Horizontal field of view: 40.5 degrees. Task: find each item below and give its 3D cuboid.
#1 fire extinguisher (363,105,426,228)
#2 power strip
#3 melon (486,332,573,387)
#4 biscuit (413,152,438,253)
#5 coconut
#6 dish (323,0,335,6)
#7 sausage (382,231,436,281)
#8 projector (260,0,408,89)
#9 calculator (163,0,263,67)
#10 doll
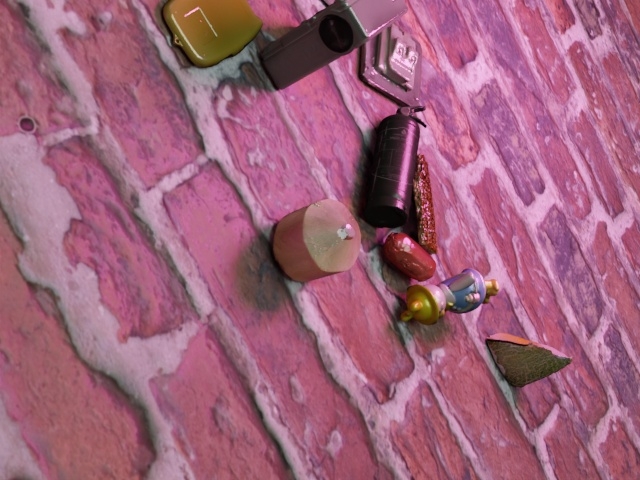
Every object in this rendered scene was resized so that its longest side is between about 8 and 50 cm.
[{"bbox_3d":[0.169,-0.178,1.891,0.114,0.095,0.311,12,61,-6],"label":"fire extinguisher"},{"bbox_3d":[0.182,-0.431,2.023,0.198,0.064,0.213,22,62,-37],"label":"power strip"},{"bbox_3d":[0.488,0.287,2.058,0.093,0.203,0.139,-43,144,-64],"label":"melon"},{"bbox_3d":[0.232,-0.092,1.943,0.131,0.026,0.236,37,47,-68],"label":"biscuit"},{"bbox_3d":[0.000,0.000,1.619,0.147,0.153,0.147,18,62,-38],"label":"coconut"},{"bbox_3d":[0.047,-0.670,1.930,0.303,0.120,0.303,18,63,-40],"label":"dish"},{"bbox_3d":[0.189,0.035,1.858,0.141,0.076,0.076,39,51,-31],"label":"sausage"},{"bbox_3d":[0.021,-0.412,1.710,0.099,0.257,0.192,57,45,-14],"label":"projector"},{"bbox_3d":[-0.202,-0.422,1.651,0.157,0.033,0.236,58,46,-15],"label":"calculator"},{"bbox_3d":[0.272,0.122,1.873,0.241,0.135,0.098,-16,98,-32],"label":"doll"}]
